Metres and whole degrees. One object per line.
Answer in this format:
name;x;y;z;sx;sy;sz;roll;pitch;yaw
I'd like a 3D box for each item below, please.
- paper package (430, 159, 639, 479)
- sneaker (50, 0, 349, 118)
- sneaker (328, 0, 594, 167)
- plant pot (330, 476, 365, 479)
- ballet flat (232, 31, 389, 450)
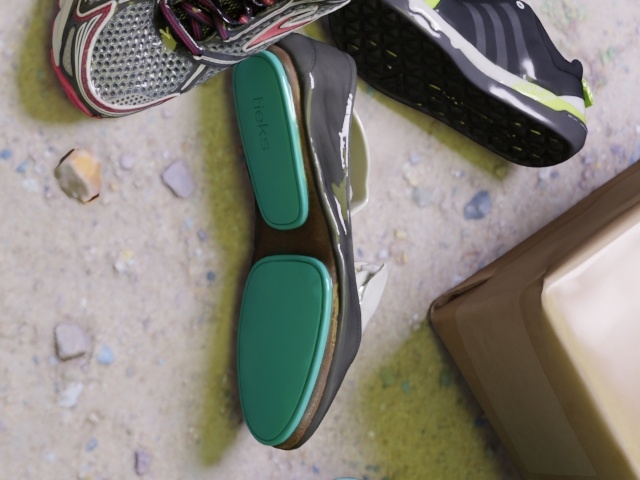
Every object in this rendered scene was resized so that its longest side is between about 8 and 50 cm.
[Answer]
paper package;0.294;0.105;1.430;0.309;0.168;0.325;-33;96;-24
sneaker;-0.038;-0.178;1.234;0.299;0.112;0.121;-36;123;3
sneaker;0.101;-0.138;1.389;0.235;0.084;0.097;33;56;-31
plant pot;0.062;0.336;1.311;0.293;0.293;0.235;30;97;-30
ballet flat;0.000;0.000;1.329;0.096;0.095;0.280;-7;101;-42
